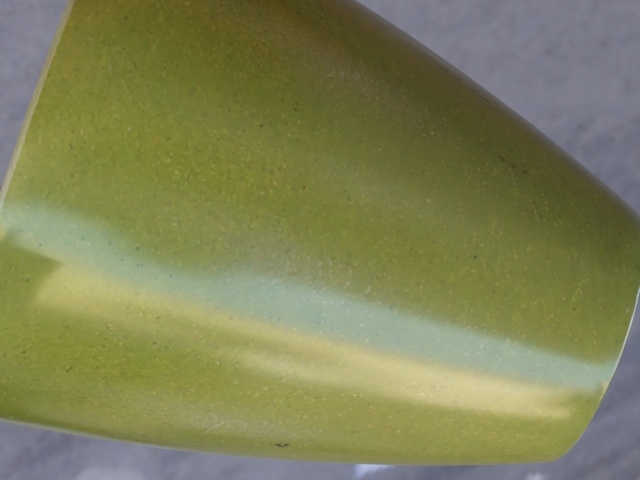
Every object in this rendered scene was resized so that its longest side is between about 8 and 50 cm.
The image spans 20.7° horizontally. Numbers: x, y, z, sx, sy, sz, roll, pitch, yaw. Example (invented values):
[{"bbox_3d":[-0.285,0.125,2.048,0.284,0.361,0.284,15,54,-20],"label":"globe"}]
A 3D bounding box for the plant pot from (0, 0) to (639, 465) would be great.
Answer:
[{"bbox_3d":[0.000,0.000,0.870,0.275,0.293,0.275,-161,-90,-85],"label":"plant pot"}]
